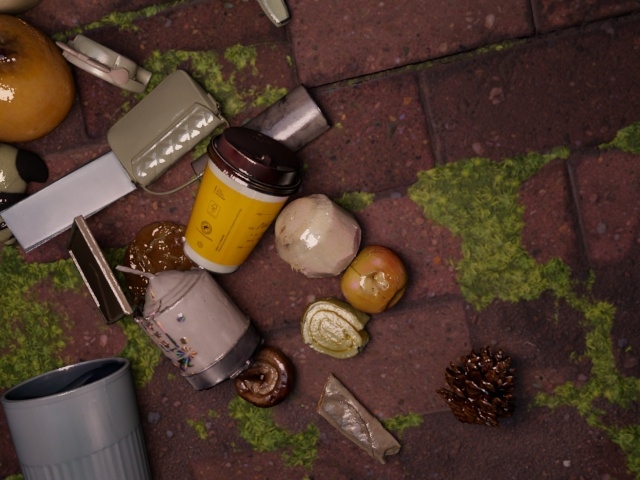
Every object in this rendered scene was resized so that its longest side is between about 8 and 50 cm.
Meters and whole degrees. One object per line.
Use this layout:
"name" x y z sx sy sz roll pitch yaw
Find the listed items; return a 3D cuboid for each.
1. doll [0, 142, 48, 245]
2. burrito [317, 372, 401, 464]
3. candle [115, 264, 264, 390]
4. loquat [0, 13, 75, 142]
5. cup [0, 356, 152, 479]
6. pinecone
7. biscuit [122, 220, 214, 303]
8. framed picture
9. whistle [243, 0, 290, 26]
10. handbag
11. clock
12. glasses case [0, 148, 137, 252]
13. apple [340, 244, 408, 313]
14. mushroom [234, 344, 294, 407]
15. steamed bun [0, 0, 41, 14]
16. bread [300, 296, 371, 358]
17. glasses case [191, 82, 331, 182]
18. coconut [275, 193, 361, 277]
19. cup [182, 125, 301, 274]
"doll" -0.706 -0.106 1.312 0.144 0.135 0.234 12 100 8
"burrito" 0.077 0.397 1.293 0.226 0.060 0.087 42 93 3
"candle" -0.278 0.147 1.216 0.187 0.187 0.330 -33 108 9
"loquat" -0.648 -0.333 1.225 0.263 0.263 0.263 1 95 7
"cup" -0.543 0.449 1.277 0.331 0.257 0.311 -11 95 6
"pinecone" 0.329 0.299 1.211 0.174 0.173 0.173 1 95 7
"biscuit" -0.342 0.068 1.327 0.226 0.042 0.226 1 96 6
"framed picture" -0.472 0.076 1.243 0.020 0.289 0.211 -28 91 -29
"whistle" -0.137 -0.554 1.234 0.114 0.077 0.235 -34 97 -20
"handbag" -0.312 -0.214 1.265 0.256 0.079 0.219 -38 77 8
"clock" -0.449 -0.370 1.225 0.151 0.191 0.062 29 98 3
"glasses case" -0.540 -0.087 1.284 0.266 0.056 0.105 -33 97 -12
"apple" 0.116 0.084 1.224 0.146 0.146 0.146 1 95 7
"mushroom" -0.140 0.295 1.303 0.171 0.080 0.135 13 85 5
"steamed bun" -0.651 -0.577 1.229 0.155 0.200 0.250 31 106 -13
"bread" 0.032 0.190 1.280 0.156 0.064 0.117 25 102 3
"glasses case" -0.129 -0.203 1.266 0.299 0.060 0.114 -33 88 8
"coconut" 0.000 0.000 1.221 0.171 0.171 0.183 -46 128 8
"cup" -0.167 -0.077 1.187 0.196 0.196 0.279 32 118 3
